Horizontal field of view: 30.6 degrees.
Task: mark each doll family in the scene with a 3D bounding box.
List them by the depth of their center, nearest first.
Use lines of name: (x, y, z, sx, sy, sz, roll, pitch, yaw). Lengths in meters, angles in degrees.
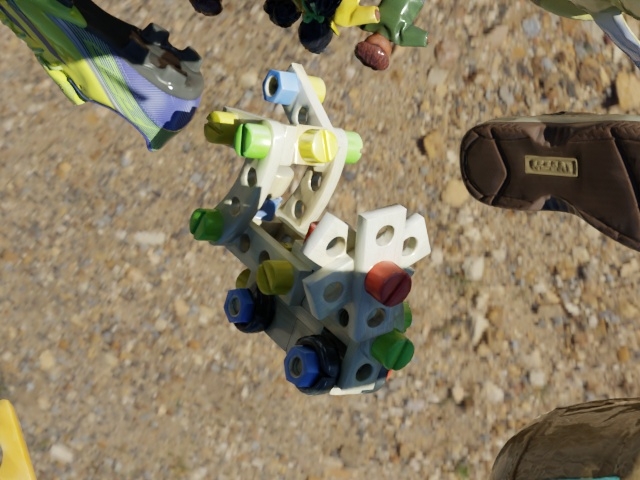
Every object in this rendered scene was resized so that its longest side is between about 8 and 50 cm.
doll family: (-0.010, -0.184, 0.826, 0.193, 0.076, 0.111, 26, 86, 31)

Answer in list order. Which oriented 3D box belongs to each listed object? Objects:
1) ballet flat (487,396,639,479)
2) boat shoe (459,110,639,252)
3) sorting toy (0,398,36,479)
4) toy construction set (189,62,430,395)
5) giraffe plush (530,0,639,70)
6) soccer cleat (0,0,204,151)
ballet flat: (0.231, 0.100, 0.439, 0.342, 0.116, 0.124, 7, 158, -18)
boat shoe: (0.223, -0.055, 0.853, 0.257, 0.095, 0.095, 22, 119, 46)
sorting toy: (-0.324, 0.183, 0.637, 0.347, 0.196, 0.047, -35, 144, -12)
toy construction set: (0.000, 0.000, 0.960, 0.151, 0.328, 0.215, 10, 110, -25)
giraffe plush: (0.153, -0.185, 0.493, 0.170, 0.181, 0.210, -50, 129, 2)
soccer cleat: (-0.246, -0.191, 1.123, 0.289, 0.093, 0.121, 35, 123, 1)
